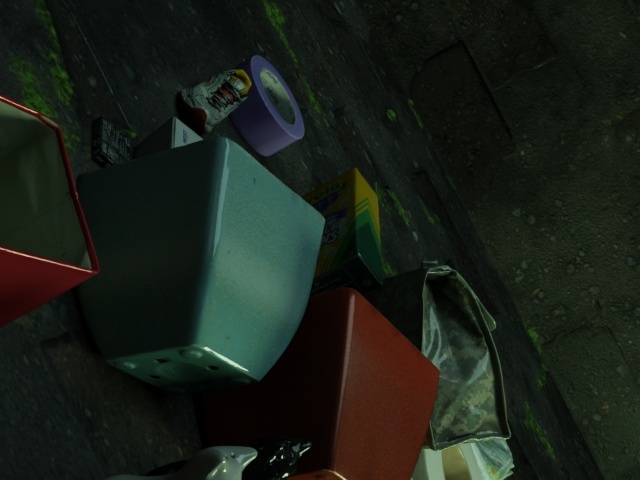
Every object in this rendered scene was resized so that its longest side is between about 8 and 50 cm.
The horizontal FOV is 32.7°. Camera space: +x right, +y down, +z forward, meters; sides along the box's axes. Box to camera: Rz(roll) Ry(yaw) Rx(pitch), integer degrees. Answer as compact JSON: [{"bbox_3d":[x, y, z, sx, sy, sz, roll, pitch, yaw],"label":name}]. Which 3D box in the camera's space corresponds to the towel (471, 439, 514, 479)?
[{"bbox_3d":[0.293,0.356,2.340,0.374,0.090,0.320,63,15,11],"label":"towel"}]

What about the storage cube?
[{"bbox_3d":[-0.362,-0.023,1.041,0.215,0.193,0.184,22,44,-60],"label":"storage cube"}]

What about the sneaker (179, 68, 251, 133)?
[{"bbox_3d":[-0.186,-0.264,1.970,0.088,0.092,0.225,57,20,-16],"label":"sneaker"}]

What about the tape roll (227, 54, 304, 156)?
[{"bbox_3d":[-0.116,-0.268,2.177,0.189,0.080,0.189,51,22,-31],"label":"tape roll"}]

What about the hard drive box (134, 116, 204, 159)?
[{"bbox_3d":[-0.174,-0.050,1.673,0.232,0.089,0.181,40,28,-32],"label":"hard drive box"}]

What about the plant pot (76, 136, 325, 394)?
[{"bbox_3d":[-0.164,0.055,1.399,0.248,0.247,0.252,39,48,-49],"label":"plant pot"}]

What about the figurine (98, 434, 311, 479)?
[{"bbox_3d":[-0.136,0.270,1.200,0.215,0.209,0.092,11,53,-66],"label":"figurine"}]

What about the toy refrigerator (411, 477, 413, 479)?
[{"bbox_3d":[0.087,0.460,1.681,0.094,0.102,0.269,60,19,-8],"label":"toy refrigerator"}]

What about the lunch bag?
[{"bbox_3d":[0.172,0.183,1.754,0.235,0.169,0.287,157,-75,-67],"label":"lunch bag"}]

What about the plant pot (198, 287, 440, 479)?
[{"bbox_3d":[-0.008,0.256,1.507,0.267,0.267,0.236,44,39,-42],"label":"plant pot"}]

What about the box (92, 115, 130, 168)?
[{"bbox_3d":[-0.306,-0.133,1.599,0.067,0.018,0.083,43,27,-43],"label":"box"}]

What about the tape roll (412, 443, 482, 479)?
[{"bbox_3d":[0.225,0.462,1.987,0.392,0.072,0.392,-18,90,-73],"label":"tape roll"}]

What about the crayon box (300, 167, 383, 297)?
[{"bbox_3d":[0.000,0.000,1.924,0.083,0.203,0.323,51,21,-28],"label":"crayon box"}]
